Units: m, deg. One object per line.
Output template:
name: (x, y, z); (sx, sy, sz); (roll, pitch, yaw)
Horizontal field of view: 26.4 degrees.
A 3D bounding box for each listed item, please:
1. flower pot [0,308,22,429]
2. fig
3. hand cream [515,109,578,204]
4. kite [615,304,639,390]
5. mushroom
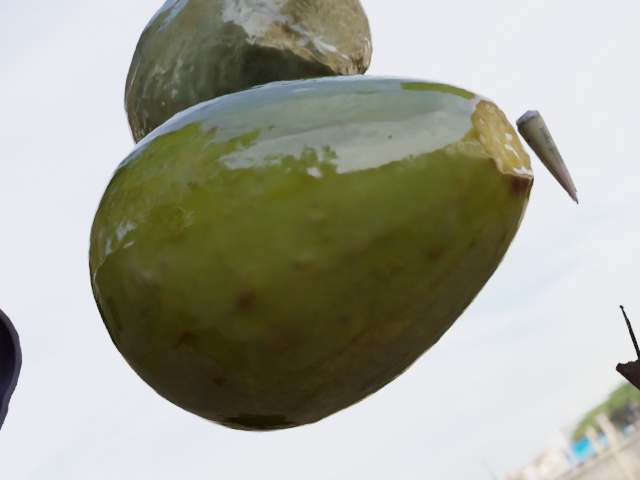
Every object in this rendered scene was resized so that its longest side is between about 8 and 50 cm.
flower pot: (-0.516, 0.143, 1.669); (0.265, 0.265, 0.243); (-25, 13, -19)
fig: (0.000, 0.000, 1.003); (0.326, 0.258, 0.258); (-21, -14, 14)
hand cream: (0.313, -0.113, 1.865); (0.039, 0.143, 0.061); (-31, 4, 11)
kite: (0.432, 0.160, 1.854); (0.005, 0.152, 0.137); (-20, -9, -23)
mushroom: (-0.064, -0.165, 1.294); (0.267, 0.189, 0.164); (-32, 21, -7)
